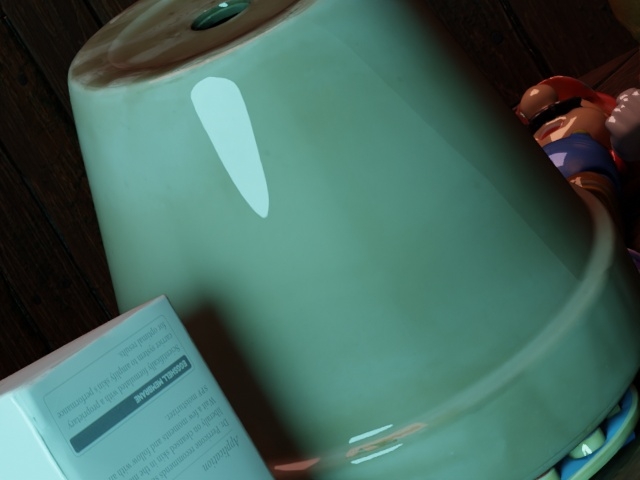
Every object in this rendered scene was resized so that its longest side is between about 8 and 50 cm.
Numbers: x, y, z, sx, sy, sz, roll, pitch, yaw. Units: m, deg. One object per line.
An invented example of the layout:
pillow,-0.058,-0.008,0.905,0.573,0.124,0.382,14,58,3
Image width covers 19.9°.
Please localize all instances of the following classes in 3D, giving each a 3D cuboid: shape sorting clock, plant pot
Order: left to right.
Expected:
plant pot,-0.001,-0.019,1.073,0.323,0.280,0.323,-21,25,10
shape sorting clock,0.096,0.136,1.082,0.206,0.040,0.206,-31,5,3

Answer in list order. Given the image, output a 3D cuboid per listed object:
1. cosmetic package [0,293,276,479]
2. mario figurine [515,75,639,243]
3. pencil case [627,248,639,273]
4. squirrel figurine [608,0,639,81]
cosmetic package,-0.129,0.183,0.914,0.224,0.225,0.138,-27,4,33
mario figurine,0.209,-0.076,1.665,0.198,0.170,0.320,5,23,10
pencil case,0.166,0.045,1.278,0.088,0.086,0.206,-18,1,-15
squirrel figurine,0.380,-0.238,1.455,0.370,0.281,0.397,-10,29,30
